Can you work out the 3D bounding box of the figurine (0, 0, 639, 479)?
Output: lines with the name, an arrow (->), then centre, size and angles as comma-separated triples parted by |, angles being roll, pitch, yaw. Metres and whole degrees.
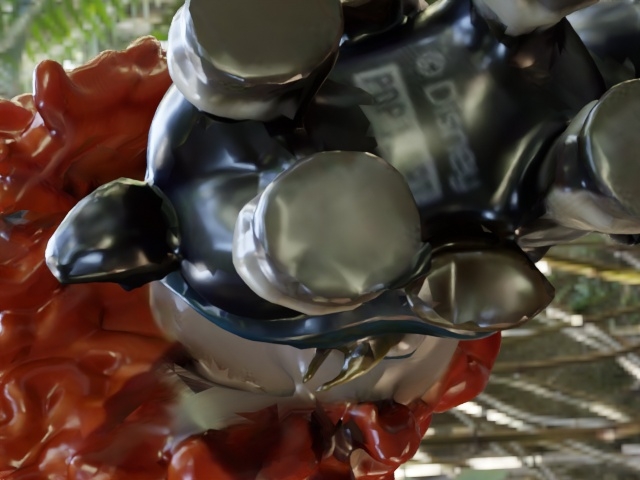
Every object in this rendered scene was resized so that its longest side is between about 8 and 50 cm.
figurine -> 0.009, -0.006, 0.521 | 0.241, 0.306, 0.412 | 56, 139, 2
